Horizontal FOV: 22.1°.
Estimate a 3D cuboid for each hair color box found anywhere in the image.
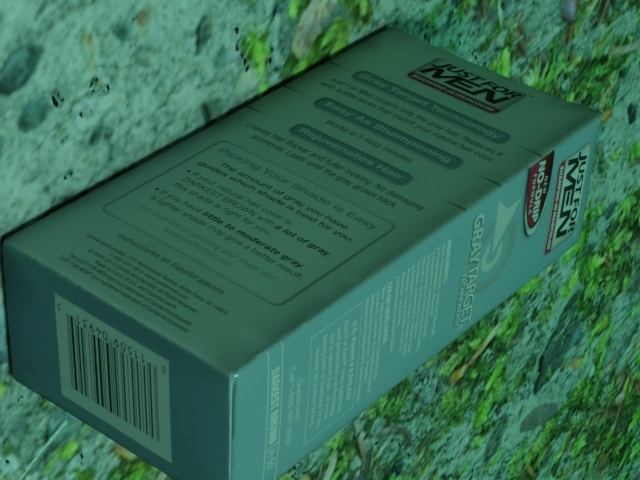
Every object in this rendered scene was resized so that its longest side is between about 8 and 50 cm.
[{"bbox_3d":[0.000,0.000,1.053,0.374,0.185,0.113,-34,139,-40],"label":"hair color box"}]
